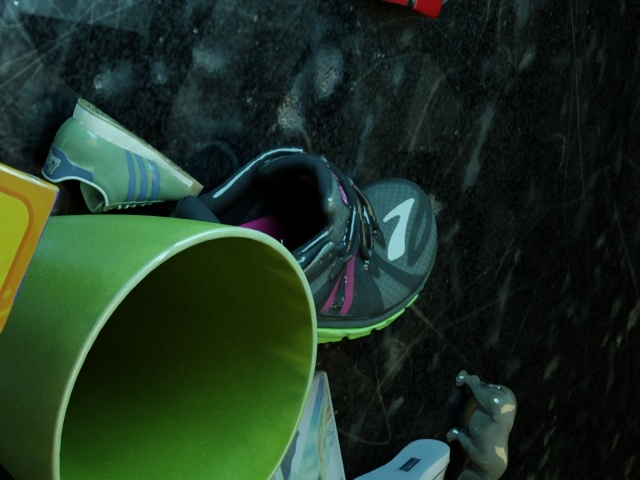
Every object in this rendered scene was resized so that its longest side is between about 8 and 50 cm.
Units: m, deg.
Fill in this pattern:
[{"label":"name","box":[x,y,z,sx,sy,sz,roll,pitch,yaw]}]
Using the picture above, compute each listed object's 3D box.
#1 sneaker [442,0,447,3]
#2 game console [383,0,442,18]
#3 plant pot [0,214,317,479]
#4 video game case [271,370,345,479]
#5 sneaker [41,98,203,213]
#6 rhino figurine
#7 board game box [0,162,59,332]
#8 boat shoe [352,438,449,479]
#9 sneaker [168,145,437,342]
[{"label":"sneaker","box":[0.121,-0.345,1.337,0.040,0.044,0.109,-50,124,-4]},{"label":"game console","box":[0.107,-0.361,1.289,0.085,0.124,0.144,-90,-167,-83]},{"label":"plant pot","box":[-0.201,0.086,0.883,0.274,0.293,0.275,-25,123,-44]},{"label":"video game case","box":[-0.031,0.354,1.271,0.300,0.036,0.329,-19,100,-67]},{"label":"sneaker","box":[-0.199,-0.063,1.027,0.086,0.064,0.192,-53,147,0]},{"label":"rhino figurine","box":[0.272,0.343,1.753,0.073,0.106,0.243,-14,115,-48]},{"label":"board game box","box":[-0.431,0.042,0.518,0.356,0.356,0.357,28,81,-53]},{"label":"boat shoe","box":[0.121,0.392,1.591,0.258,0.095,0.084,-19,114,-46]},{"label":"sneaker","box":[0.000,0.000,1.157,0.483,0.185,0.202,-19,145,-51]}]
